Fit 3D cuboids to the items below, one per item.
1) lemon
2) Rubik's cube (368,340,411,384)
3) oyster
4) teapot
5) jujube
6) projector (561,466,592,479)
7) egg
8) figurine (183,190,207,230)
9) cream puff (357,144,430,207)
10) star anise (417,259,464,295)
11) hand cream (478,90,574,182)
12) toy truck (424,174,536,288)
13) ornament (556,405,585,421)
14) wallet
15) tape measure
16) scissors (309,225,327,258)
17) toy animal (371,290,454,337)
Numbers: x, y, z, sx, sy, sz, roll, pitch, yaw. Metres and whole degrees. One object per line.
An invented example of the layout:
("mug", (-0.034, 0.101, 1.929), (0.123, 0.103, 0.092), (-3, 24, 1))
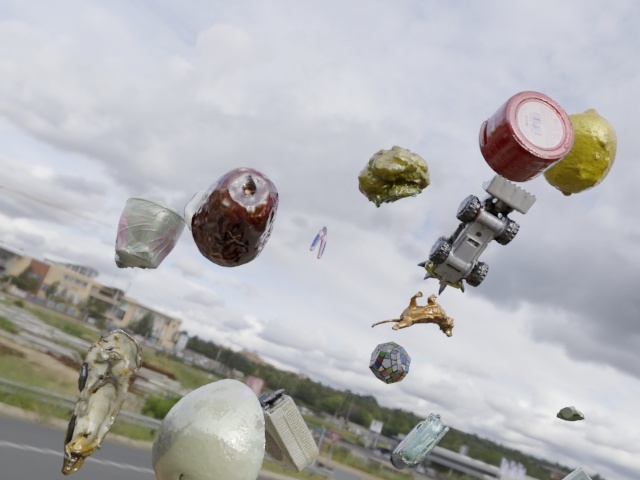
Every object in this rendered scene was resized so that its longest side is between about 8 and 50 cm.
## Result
("lemon", (0.826, -0.283, 1.999), (0.234, 0.288, 0.233), (17, 9, -3))
("Rubik's cube", (0.180, 0.317, 1.619), (0.111, 0.111, 0.093), (15, -1, 18))
("oyster", (-0.517, 0.366, 1.423), (0.129, 0.344, 0.079), (24, -5, -42))
("teapot", (-0.485, -0.016, 1.658), (0.222, 0.178, 0.163), (8, -23, 29))
("jujube", (-0.212, -0.058, 1.563), (0.223, 0.222, 0.318), (22, -27, -9))
("projector", (0.508, 0.538, 1.298), (0.061, 0.115, 0.147), (50, -11, 26))
("egg", (-0.304, 0.510, 1.571), (0.337, 0.336, 0.201), (6, -12, 43))
("figurine", (-0.319, -0.097, 2.024), (0.141, 0.166, 0.250), (-17, 13, 22))
("cream puff", (0.285, -0.220, 2.357), (0.282, 0.185, 0.281), (-10, -38, -8))
("star anise", (0.390, 0.082, 1.920), (0.181, 0.205, 0.061), (34, -37, 35))
("hand cream", (0.483, -0.244, 1.466), (0.193, 0.193, 0.125), (23, -27, -10))
("toy truck", (0.345, -0.019, 1.379), (0.136, 0.285, 0.111), (31, 25, -5))
("ornament", (0.672, 0.467, 1.675), (0.069, 0.041, 0.092), (2, -13, 4))
("wallet", (0.235, 0.484, 1.486), (0.059, 0.141, 0.202), (40, -18, 15))
("tape measure", (-0.134, 0.583, 1.989), (0.231, 0.133, 0.270), (-7, -66, 58))
("scissors", (0.000, 0.000, 1.535), (0.012, 0.113, 0.039), (-29, -65, 33))
("toy animal", (0.271, 0.226, 1.840), (0.256, 0.114, 0.116), (-3, -29, -6))
